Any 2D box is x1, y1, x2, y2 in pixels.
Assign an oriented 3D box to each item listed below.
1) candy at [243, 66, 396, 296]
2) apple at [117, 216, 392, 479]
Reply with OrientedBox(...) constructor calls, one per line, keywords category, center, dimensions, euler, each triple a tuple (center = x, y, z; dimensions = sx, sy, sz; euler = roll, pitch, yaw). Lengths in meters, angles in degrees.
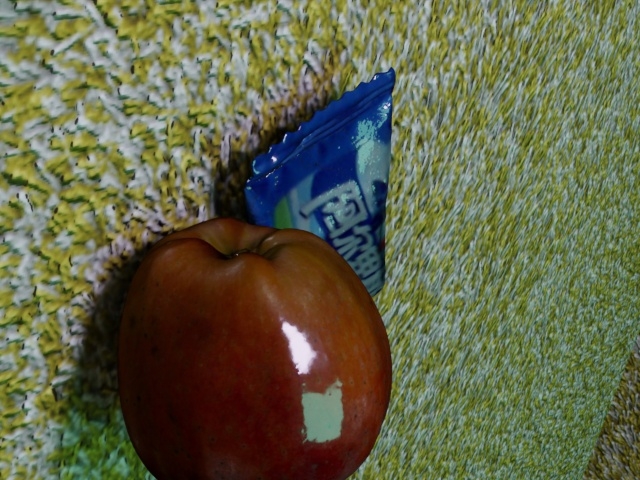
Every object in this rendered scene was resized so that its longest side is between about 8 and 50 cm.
OrientedBox(category="candy", center=(0.000, 0.000, 1.114), dimensions=(0.187, 0.077, 0.331), euler=(-40, 148, -32))
OrientedBox(category="apple", center=(-0.052, 0.098, 0.956), dimensions=(0.234, 0.234, 0.234), euler=(-40, 145, -36))
